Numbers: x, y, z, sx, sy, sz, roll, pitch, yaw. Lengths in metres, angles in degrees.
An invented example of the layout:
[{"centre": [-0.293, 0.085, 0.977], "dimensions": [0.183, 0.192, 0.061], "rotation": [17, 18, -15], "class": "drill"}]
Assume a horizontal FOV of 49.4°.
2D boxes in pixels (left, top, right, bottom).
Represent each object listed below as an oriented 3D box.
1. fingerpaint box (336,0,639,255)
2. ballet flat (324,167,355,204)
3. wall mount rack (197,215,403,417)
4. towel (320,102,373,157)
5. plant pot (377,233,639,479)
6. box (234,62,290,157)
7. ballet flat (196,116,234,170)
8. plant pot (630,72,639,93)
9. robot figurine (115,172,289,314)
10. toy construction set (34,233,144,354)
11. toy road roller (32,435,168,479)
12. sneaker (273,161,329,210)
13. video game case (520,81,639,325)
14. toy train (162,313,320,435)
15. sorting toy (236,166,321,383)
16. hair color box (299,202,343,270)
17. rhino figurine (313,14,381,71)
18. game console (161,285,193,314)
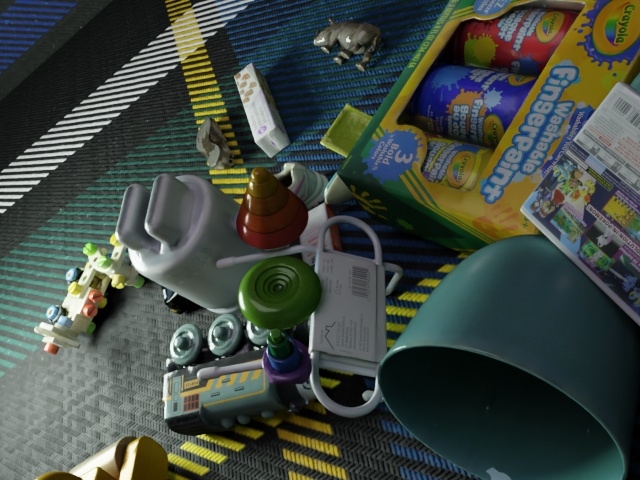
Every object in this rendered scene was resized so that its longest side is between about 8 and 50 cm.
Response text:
[{"centre": [0.302, -0.201, 1.130], "dimensions": [0.371, 0.163, 0.444], "rotation": [24, 75, 40], "class": "fingerpaint box"}, {"centre": [0.110, -0.153, 1.361], "dimensions": [0.248, 0.086, 0.086], "rotation": [-50, 41, -4], "class": "ballet flat"}, {"centre": [-0.019, 0.121, 1.094], "dimensions": [0.130, 0.304, 0.350], "rotation": [117, 161, -51], "class": "wall mount rack"}, {"centre": [0.122, -0.172, 1.314], "dimensions": [0.237, 0.021, 0.102], "rotation": [31, 76, 19], "class": "towel"}, {"centre": [0.252, 0.134, 0.859], "dimensions": [0.293, 0.293, 0.235], "rotation": [1, 44, 41], "class": "plant pot"}, {"centre": [-0.148, -0.329, 1.726], "dimensions": [0.063, 0.067, 0.324], "rotation": [-35, 41, 14], "class": "box"}, {"centre": [-0.265, -0.242, 1.772], "dimensions": [0.084, 0.058, 0.250], "rotation": [-61, 31, 18], "class": "ballet flat"}, {"centre": [0.490, -0.108, 0.874], "dimensions": [0.272, 0.271, 0.255], "rotation": [-17, 34, 30], "class": "plant pot"}, {"centre": [-0.206, 0.014, 1.281], "dimensions": [0.300, 0.353, 0.199], "rotation": [-10, 59, 34], "class": "robot figurine"}, {"centre": [-0.539, 0.136, 1.640], "dimensions": [0.215, 0.151, 0.327], "rotation": [3, 50, 42], "class": "toy construction set"}, {"centre": [-0.410, 0.449, 1.153], "dimensions": [0.202, 0.240, 0.329], "rotation": [-33, 27, 15], "class": "toy road roller"}, {"centre": [-0.106, -0.071, 1.447], "dimensions": [0.252, 0.111, 0.103], "rotation": [-46, 41, 1], "class": "sneaker"}, {"centre": [0.336, -0.040, 0.745], "dimensions": [0.201, 0.023, 0.183], "rotation": [53, 124, 35], "class": "video game case"}, {"centre": [-0.140, 0.231, 1.229], "dimensions": [0.334, 0.142, 0.190], "rotation": [-18, 60, 27], "class": "toy train"}, {"centre": [-0.071, 0.027, 1.022], "dimensions": [0.127, 0.126, 0.365], "rotation": [-10, 52, 1], "class": "sorting toy"}, {"centre": [0.000, 0.000, 1.352], "dimensions": [0.072, 0.043, 0.141], "rotation": [-29, 43, 20], "class": "hair color box"}, {"centre": [0.058, -0.481, 1.665], "dimensions": [0.106, 0.073, 0.243], "rotation": [-53, 39, -1], "class": "rhino figurine"}, {"centre": [-0.303, -0.013, 1.590], "dimensions": [0.213, 0.044, 0.361], "rotation": [-53, 35, 18], "class": "game console"}]
